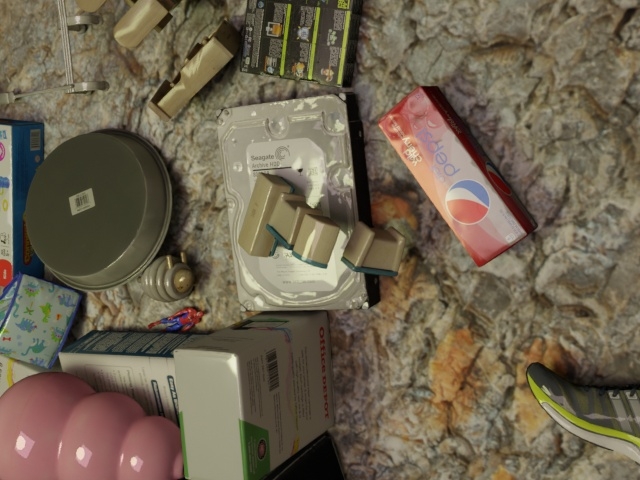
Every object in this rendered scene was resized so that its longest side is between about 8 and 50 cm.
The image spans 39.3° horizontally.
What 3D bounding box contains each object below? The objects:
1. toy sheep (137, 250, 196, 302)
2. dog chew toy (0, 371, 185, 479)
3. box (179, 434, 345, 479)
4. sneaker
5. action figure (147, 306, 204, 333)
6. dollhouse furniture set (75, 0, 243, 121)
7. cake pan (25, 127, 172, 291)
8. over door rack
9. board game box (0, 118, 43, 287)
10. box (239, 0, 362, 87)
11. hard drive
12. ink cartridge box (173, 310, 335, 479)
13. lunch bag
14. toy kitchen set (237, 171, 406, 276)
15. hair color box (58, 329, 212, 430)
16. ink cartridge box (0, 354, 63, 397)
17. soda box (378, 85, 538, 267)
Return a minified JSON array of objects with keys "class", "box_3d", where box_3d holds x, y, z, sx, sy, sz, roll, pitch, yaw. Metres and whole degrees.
[{"class":"toy sheep","box_3d":[-0.268,0.065,1.552,0.132,0.091,0.091,-1,99,40]},{"class":"dog chew toy","box_3d":[-0.372,0.333,1.471,0.332,0.206,0.206,9,103,12]},{"class":"box","box_3d":[-0.165,0.629,1.490,0.472,0.297,0.479,-18,91,28]},{"class":"sneaker","box_3d":[0.434,0.236,1.254,0.300,0.111,0.121,25,99,13]},{"class":"action figure","box_3d":[-0.252,0.145,1.586,0.115,0.030,0.038,-23,106,24]},{"class":"dollhouse furniture set","box_3d":[-0.270,-0.338,1.414,0.161,0.212,0.242,-39,109,24]},{"class":"cake pan","box_3d":[-0.396,-0.059,1.557,0.293,0.054,0.293,-4,79,22]},{"class":"over door rack","box_3d":[-0.487,-0.369,1.575,0.324,0.108,0.239,2,100,39]},{"class":"board game box","box_3d":[-0.674,-0.084,1.711,0.302,0.086,0.308,8,103,23]},{"class":"box","box_3d":[-0.029,-0.343,1.390,0.184,0.045,0.190,12,103,20]},{"class":"hard drive","box_3d":[-0.038,-0.056,1.434,0.237,0.064,0.338,-2,97,25]},{"class":"ink cartridge box","box_3d":[-0.093,0.232,1.392,0.117,0.278,0.201,1,99,28]},{"class":"lunch bag","box_3d":[-0.527,0.140,1.646,0.151,0.129,0.096,-60,36,8]},{"class":"toy kitchen set","box_3d":[0.000,0.000,1.358,0.207,0.166,0.122,43,119,53]},{"class":"hair color box","box_3d":[-0.273,0.257,1.563,0.347,0.105,0.173,-1,110,25]},{"class":"ink cartridge box","box_3d":[-0.557,0.290,1.721,0.212,0.093,0.154,21,108,22]},{"class":"soda box","box_3d":[0.199,-0.097,1.305,0.092,0.083,0.263,-38,83,26]}]
